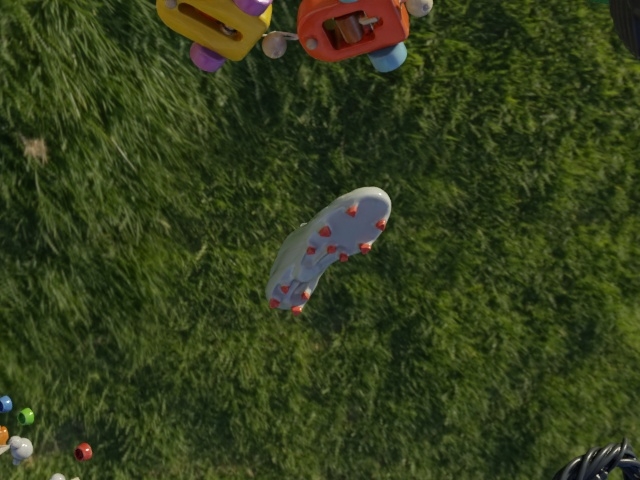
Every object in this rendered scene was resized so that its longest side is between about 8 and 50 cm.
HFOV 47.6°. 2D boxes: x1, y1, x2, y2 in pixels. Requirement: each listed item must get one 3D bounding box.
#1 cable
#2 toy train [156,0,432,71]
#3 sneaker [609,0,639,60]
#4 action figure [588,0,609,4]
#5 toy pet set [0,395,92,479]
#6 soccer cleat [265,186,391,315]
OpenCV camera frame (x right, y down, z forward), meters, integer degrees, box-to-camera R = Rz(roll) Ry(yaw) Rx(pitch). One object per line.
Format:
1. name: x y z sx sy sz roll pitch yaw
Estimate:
1. cable: 0.284 0.293 0.768 0.150 0.047 0.185 20 87 -22
2. toy train: -0.028 -0.139 0.333 0.125 0.046 0.166 -14 142 26
3. sneaker: 0.265 -0.106 0.256 0.131 0.319 0.112 -7 103 -30
4. action figure: 0.347 -0.266 0.758 0.137 0.232 0.064 -29 131 -52
5. toy pet set: -0.268 0.214 0.624 0.065 0.122 0.114 -9 112 -58
6. soccer cleat: 0.000 0.000 0.755 0.068 0.076 0.196 24 130 -24
